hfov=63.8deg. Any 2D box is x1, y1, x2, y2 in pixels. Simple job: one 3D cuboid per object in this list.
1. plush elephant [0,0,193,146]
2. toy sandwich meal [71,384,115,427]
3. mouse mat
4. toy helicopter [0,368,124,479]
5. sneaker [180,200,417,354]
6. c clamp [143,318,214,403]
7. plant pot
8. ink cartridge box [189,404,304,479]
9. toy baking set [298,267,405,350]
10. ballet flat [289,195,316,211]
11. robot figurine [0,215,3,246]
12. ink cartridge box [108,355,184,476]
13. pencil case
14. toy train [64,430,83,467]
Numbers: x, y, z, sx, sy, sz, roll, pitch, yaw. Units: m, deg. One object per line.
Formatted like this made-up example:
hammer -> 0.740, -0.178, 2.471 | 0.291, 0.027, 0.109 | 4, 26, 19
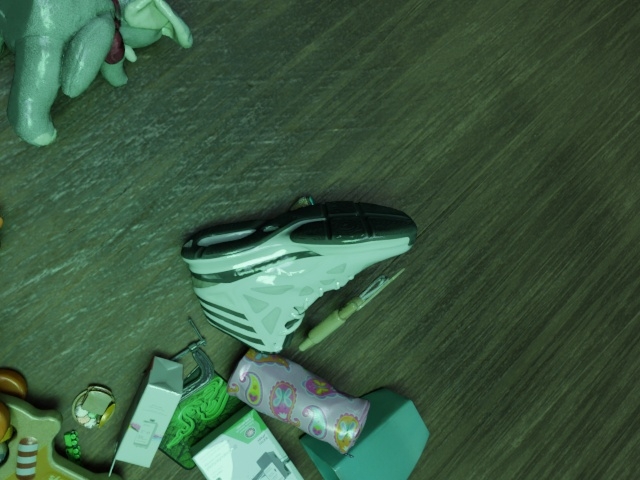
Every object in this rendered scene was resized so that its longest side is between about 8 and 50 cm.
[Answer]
plush elephant -> -0.378, -0.351, 0.841 | 0.256, 0.272, 0.329 | -9, 139, -55
toy sandwich meal -> -0.432, 0.321, 0.982 | 0.086, 0.029, 0.085 | -2, 96, -21
mouse mat -> -0.259, 0.367, 1.069 | 0.189, 0.007, 0.152 | -47, 109, -12
toy helicopter -> -0.514, 0.410, 0.903 | 0.355, 0.140, 0.234 | 38, 88, -20
sneaker -> -0.027, 0.078, 1.031 | 0.449, 0.169, 0.257 | -9, 118, -1
c clamp -> -0.289, 0.257, 1.036 | 0.161, 0.022, 0.137 | -37, 109, -13
plant pot -> 0.114, 0.453, 1.143 | 0.234, 0.166, 0.165 | -35, 107, -21
ink cartridge box -> -0.143, 0.466, 1.043 | 0.153, 0.087, 0.208 | -36, 92, -21
toy baking set -> 0.058, 0.138, 1.062 | 0.030, 0.256, 0.197 | 50, 32, 6
ballet flat -> 0.000, 0.000, 1.110 | 0.067, 0.073, 0.206 | -29, 104, 11
robot figurine -> -0.616, 0.029, 0.830 | 0.128, 0.158, 0.219 | 36, 81, 1
ink cartridge box -> -0.325, 0.334, 0.963 | 0.067, 0.115, 0.198 | 24, 99, -17
pencil case -> -0.043, 0.317, 1.030 | 0.284, 0.124, 0.124 | 25, 85, 6
toy train -> -0.473, 0.405, 0.983 | 0.024, 0.017, 0.083 | -7, 98, -11
